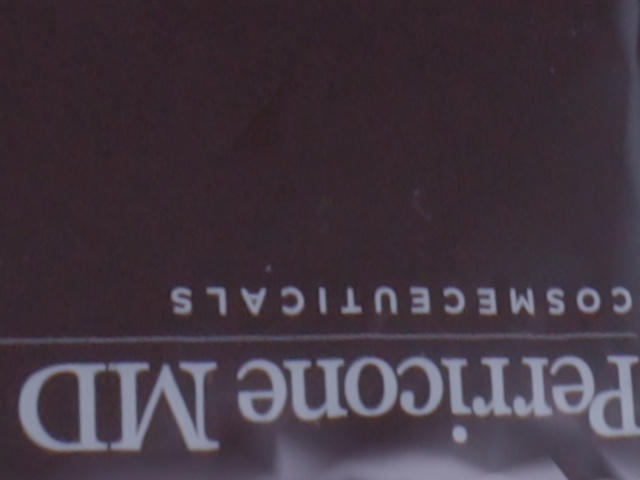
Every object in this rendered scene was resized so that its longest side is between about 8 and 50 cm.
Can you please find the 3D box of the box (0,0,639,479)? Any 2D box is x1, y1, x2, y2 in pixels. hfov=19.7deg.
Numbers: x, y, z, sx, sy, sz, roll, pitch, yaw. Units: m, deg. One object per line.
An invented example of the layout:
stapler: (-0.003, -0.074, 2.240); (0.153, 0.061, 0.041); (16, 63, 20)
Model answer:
box: (-0.041, -0.119, 0.436); (0.143, 0.191, 0.381); (154, -66, -69)
